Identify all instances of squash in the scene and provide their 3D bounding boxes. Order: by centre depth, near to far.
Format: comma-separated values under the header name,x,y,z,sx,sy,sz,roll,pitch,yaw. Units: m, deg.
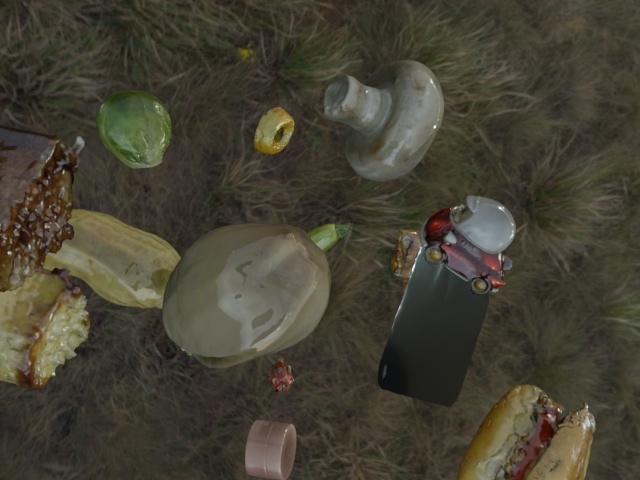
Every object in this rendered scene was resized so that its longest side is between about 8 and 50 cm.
name,x,y,z,sx,sy,sz,roll,pitch,yaw
squash,-0.002,-0.002,1.547,0.090,0.200,0.075,24,33,-56

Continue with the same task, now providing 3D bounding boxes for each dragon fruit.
name,x,y,z,sx,sy,sz,roll,pitch,yaw
dragon fruit,-0.134,0.451,1.924,0.086,0.081,0.116,-6,52,-25

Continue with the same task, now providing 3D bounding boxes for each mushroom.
name,x,y,z,sx,sy,sz,roll,pitch,yaw
mushroom,0.107,-0.245,1.106,0.243,0.243,0.244,2,84,-22

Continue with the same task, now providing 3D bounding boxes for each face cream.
name,x,y,z,sx,sy,sz,roll,pitch,yaw
face cream,-0.137,0.579,1.583,0.104,0.149,0.149,3,82,14

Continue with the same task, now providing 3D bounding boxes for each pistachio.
name,x,y,z,sx,sy,sz,roll,pitch,yaw
pistachio,-0.122,0.083,0.855,0.207,0.331,0.226,36,54,-34

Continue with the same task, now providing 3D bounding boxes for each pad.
name,x,y,z,sx,sy,sz,roll,pitch,yaw
pad,0.200,0.120,1.003,0.375,0.063,0.315,34,75,-53

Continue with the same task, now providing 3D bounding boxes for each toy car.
name,x,y,z,sx,sy,sz,roll,pitch,yaw
toy car,0.222,-0.005,0.802,0.139,0.112,0.112,38,34,0

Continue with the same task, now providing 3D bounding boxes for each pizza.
name,x,y,z,sx,sy,sz,roll,pitch,yaw
pizza,0.270,0.069,1.602,0.161,0.085,0.305,-40,136,-7

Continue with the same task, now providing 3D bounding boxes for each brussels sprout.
name,x,y,z,sx,sy,sz,roll,pitch,yaw
brussels sprout,-0.579,-0.348,1.785,0.243,0.244,0.244,2,84,-22

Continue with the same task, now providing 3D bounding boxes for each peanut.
name,x,y,z,sx,sy,sz,roll,pitch,yaw
peanut,-0.387,0.028,1.007,0.305,0.147,0.147,25,75,-5

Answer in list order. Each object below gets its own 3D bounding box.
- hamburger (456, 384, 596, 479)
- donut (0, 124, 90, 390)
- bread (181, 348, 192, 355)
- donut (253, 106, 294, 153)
name,x,y,z,sx,sy,sz,roll,pitch,yaw
hamburger,0.342,0.358,0.944,0.244,0.163,0.245,-22,121,-43
donut,-0.234,0.020,0.391,0.141,0.217,0.085,16,46,3
bread,-0.321,0.240,1.538,0.117,0.064,0.156,35,51,-6
donut,-0.154,-0.370,1.961,0.065,0.162,0.178,26,47,20
